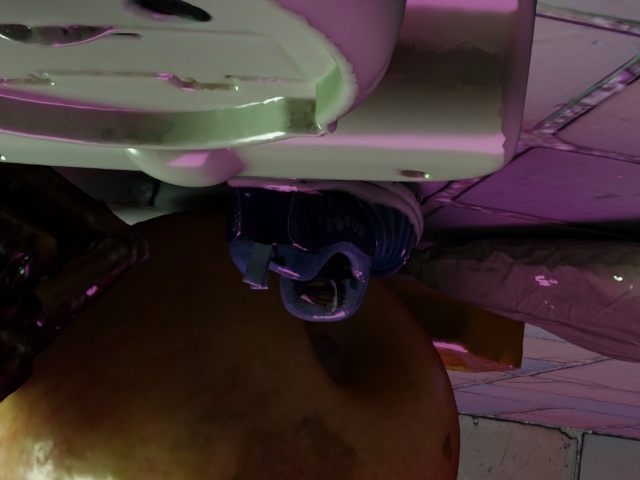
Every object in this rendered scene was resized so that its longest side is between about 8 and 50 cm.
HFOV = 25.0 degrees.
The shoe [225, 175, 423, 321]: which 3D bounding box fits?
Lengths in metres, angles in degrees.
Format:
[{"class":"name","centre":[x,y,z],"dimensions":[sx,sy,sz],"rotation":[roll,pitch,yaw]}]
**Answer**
[{"class":"shoe","centre":[0.000,0.000,0.936],"dimensions":[0.091,0.106,0.207],"rotation":[4,175,26]}]

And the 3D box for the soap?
[{"class":"soap","centre":[0.061,0.069,1.329],"dimensions":[0.257,0.080,0.160],"rotation":[6,170,12]}]

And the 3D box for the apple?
[{"class":"apple","centre":[-0.074,0.145,1.100],"dimensions":[0.363,0.364,0.364],"rotation":[7,170,1]}]

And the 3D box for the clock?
[{"class":"clock","centre":[-0.087,-0.103,0.424],"dimensions":[0.265,0.109,0.324],"rotation":[4,169,20]}]

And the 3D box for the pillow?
[{"class":"pillow","centre":[0.246,0.054,1.124],"dimensions":[0.280,0.076,0.274],"rotation":[18,167,-42]}]

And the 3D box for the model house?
[{"class":"model house","centre":[-0.331,0.049,0.883],"dimensions":[0.317,0.282,0.297],"rotation":[38,132,7]}]
